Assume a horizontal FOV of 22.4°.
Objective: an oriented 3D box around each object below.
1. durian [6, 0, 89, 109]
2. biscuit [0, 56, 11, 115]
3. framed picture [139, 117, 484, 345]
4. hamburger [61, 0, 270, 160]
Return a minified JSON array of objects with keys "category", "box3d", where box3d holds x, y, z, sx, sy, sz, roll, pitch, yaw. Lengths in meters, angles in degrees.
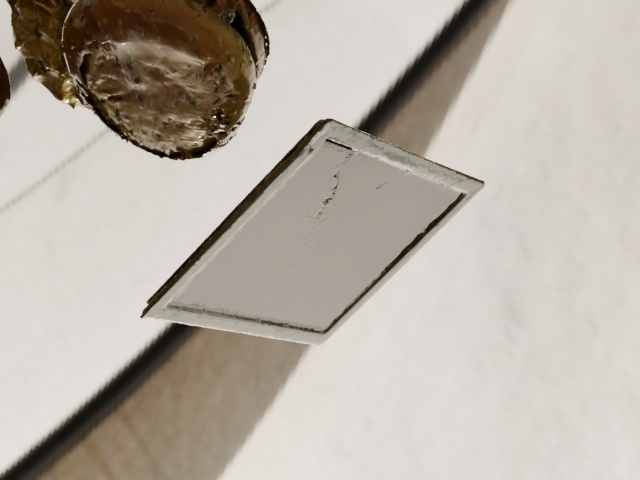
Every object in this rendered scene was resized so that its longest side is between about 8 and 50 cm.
[{"category":"durian","box3d":[-0.216,-0.267,1.642,0.195,0.305,0.185,-4,-150,34]},{"category":"biscuit","box3d":[-0.430,-0.176,1.375,0.314,0.063,0.367,42,-152,1]},{"category":"framed picture","box3d":[0.000,0.000,1.397,0.018,0.231,0.293,53,-162,25]},{"category":"hamburger","box3d":[-0.127,-0.144,1.304,0.177,0.185,0.113,35,-136,-28]}]
